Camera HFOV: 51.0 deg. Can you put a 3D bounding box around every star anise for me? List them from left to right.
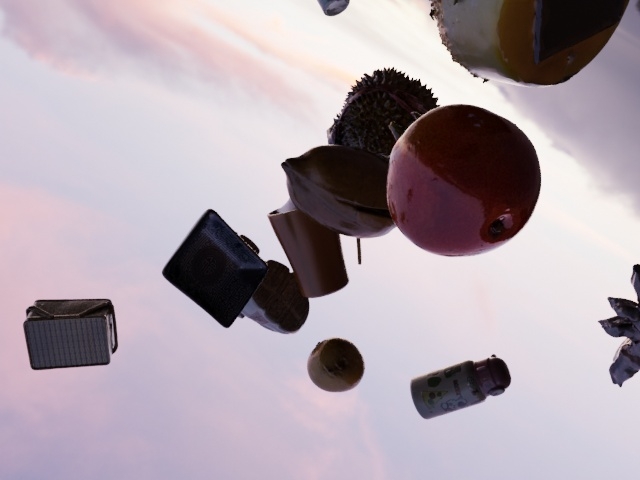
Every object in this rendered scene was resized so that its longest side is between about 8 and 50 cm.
[{"bbox_3d":[0.544,0.145,1.066,0.229,0.236,0.093,43,-143,5],"label":"star anise"}]

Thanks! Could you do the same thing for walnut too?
[{"bbox_3d":[0.049,-0.119,1.539,0.336,0.209,0.209,21,-153,-30],"label":"walnut"}]

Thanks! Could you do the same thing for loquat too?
[{"bbox_3d":[0.035,0.299,1.611,0.141,0.141,0.141,24,-153,-13],"label":"loquat"}]

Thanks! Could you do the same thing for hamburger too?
[{"bbox_3d":[0.279,-0.349,0.895,0.276,0.294,0.179,-30,-135,-12],"label":"hamburger"}]

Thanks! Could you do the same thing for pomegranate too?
[{"bbox_3d":[0.193,-0.096,0.968,0.221,0.221,0.257,2,-143,-44],"label":"pomegranate"}]

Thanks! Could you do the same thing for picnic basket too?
[{"bbox_3d":[-0.478,0.178,1.289,0.164,0.115,0.079,-2,-158,-8],"label":"picnic basket"}]

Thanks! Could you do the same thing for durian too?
[{"bbox_3d":[0.178,-0.303,1.864,0.347,0.347,0.384,15,-138,-29],"label":"durian"}]

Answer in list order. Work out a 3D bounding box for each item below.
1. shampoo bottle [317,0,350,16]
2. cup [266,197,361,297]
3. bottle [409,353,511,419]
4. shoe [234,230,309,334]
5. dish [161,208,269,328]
[{"bbox_3d":[-0.010,-0.504,1.237,0.056,0.056,0.195,-5,-117,-50],"label":"shampoo bottle"},{"bbox_3d":[0.000,0.000,1.731,0.182,0.226,0.264,-59,-47,-76],"label":"cup"},{"bbox_3d":[0.367,0.375,1.740,0.120,0.253,0.120,47,-150,-38],"label":"bottle"},{"bbox_3d":[-0.193,0.141,1.917,0.351,0.198,0.172,46,-130,5],"label":"shoe"},{"bbox_3d":[-0.246,0.060,1.507,0.080,0.182,0.243,17,156,43],"label":"dish"}]
